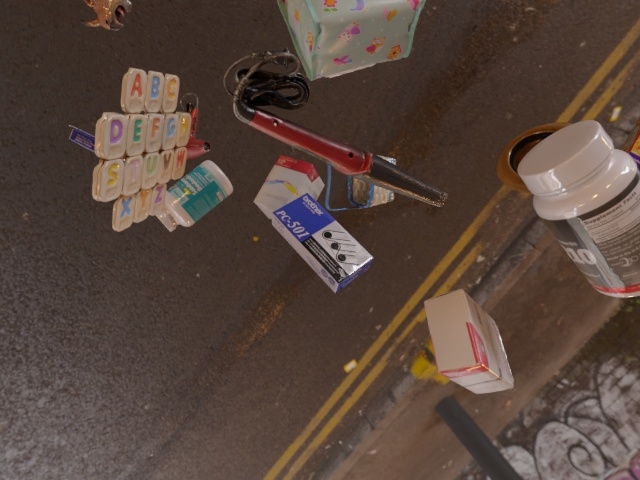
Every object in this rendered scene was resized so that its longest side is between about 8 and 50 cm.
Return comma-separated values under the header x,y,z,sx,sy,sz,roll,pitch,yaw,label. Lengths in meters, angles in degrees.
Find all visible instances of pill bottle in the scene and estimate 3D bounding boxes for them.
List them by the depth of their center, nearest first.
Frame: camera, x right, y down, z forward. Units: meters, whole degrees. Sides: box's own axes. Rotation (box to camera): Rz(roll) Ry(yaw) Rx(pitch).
x,y,z,sx,sy,sz,roll,pitch,yaw,label
0.480,-0.052,0.705,0.161,0.161,0.283,-43,103,2,pill bottle
-0.446,-0.148,1.419,0.264,0.146,0.146,-43,137,-15,pill bottle

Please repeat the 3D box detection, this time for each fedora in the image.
x,y,z,sx,sy,sz,roll,pitch,yaw,label
0.476,-0.160,0.864,0.194,0.194,0.079,-46,127,5,fedora

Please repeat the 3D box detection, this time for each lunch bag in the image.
x,y,z,sx,sy,sz,roll,pitch,yaw,label
0.039,-0.469,0.782,0.223,0.262,0.160,-17,159,-11,lunch bag

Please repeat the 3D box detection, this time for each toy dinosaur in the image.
x,y,z,sx,sy,sz,roll,pitch,yaw,label
-0.398,-0.505,0.697,0.200,0.296,0.127,-48,144,14,toy dinosaur

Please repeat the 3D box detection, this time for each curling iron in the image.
x,y,z,sx,sy,sz,roll,pitch,yaw,label
0.036,-0.088,0.391,0.274,0.035,0.068,25,113,-32,curling iron

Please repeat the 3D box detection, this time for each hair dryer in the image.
x,y,z,sx,sy,sz,roll,pitch,yaw,label
-0.513,-0.424,1.584,0.080,0.294,0.224,-4,137,-48,hair dryer

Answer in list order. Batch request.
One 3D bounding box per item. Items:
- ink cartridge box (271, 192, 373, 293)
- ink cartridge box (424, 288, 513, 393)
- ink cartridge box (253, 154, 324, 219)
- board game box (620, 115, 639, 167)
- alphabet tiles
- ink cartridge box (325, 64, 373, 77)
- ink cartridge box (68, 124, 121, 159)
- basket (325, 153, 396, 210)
x,y,z,sx,sy,sz,roll,pitch,yaw,label
0.000,0.000,0.832,0.097,0.207,0.046,-33,156,-27,ink cartridge box
0.315,0.219,0.860,0.092,0.159,0.218,-25,139,30,ink cartridge box
-0.095,-0.145,1.258,0.176,0.127,0.128,-62,155,-13,ink cartridge box
0.680,-0.191,0.782,0.194,0.146,0.045,-59,176,-4,board game box
-0.313,-0.162,0.746,0.021,0.284,0.278,16,109,4,alphabet tiles
0.039,-0.540,1.058,0.160,0.093,0.219,-5,165,24,ink cartridge box
-0.657,-0.275,1.286,0.223,0.224,0.045,27,88,-16,ink cartridge box
0.157,-0.247,1.679,0.288,0.201,0.255,-1,102,-28,basket
